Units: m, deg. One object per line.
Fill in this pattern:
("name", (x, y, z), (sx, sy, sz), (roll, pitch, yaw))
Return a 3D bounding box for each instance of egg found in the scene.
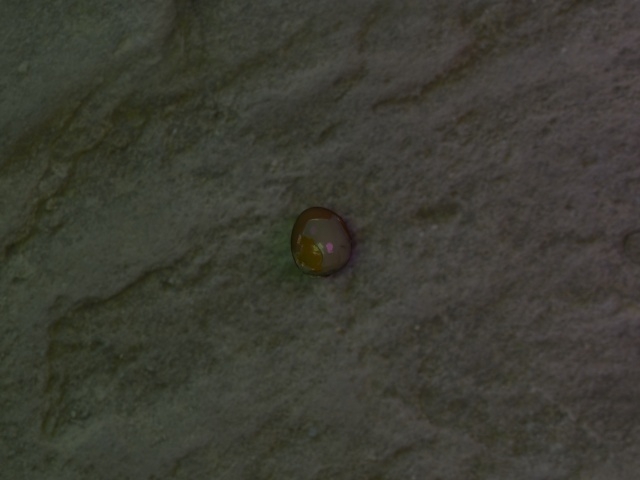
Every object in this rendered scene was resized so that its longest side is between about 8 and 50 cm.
("egg", (0.000, 0.000, 1.090), (0.071, 0.071, 0.083), (-20, 73, 13))
